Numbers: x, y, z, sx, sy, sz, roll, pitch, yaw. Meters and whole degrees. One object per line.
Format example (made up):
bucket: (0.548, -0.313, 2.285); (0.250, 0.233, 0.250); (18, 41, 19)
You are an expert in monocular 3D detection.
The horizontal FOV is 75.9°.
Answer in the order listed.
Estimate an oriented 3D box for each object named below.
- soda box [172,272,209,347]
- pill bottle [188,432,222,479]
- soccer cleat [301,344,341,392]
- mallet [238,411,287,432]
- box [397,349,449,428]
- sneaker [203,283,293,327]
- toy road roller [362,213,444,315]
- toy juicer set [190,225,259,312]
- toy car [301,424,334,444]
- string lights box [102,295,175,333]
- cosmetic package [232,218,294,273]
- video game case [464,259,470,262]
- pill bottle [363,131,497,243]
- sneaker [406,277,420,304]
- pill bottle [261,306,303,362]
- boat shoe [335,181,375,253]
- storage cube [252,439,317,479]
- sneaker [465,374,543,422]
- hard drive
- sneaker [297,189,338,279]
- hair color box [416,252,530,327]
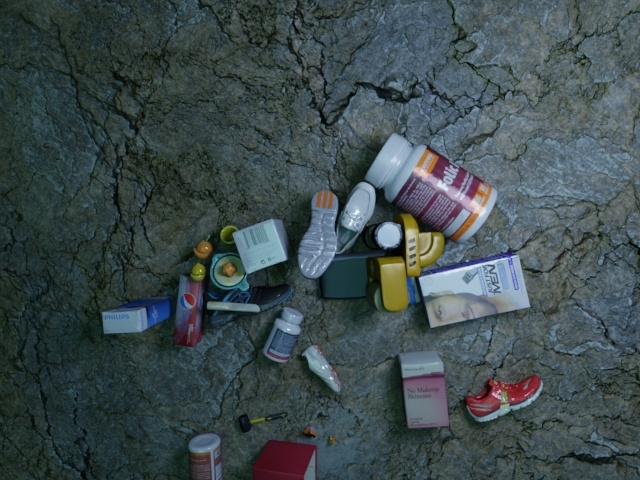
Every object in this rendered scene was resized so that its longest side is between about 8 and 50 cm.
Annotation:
soda box: (-0.487, 0.259, 1.546); (0.083, 0.092, 0.263); (8, 94, 4)
pill bottle: (-0.438, 0.866, 1.564); (0.121, 0.121, 0.216); (-1, 93, 5)
soccer cleat: (0.005, 0.483, 1.531); (0.076, 0.068, 0.196); (-35, 83, 11)
mallet: (-0.219, 0.697, 1.579); (0.190, 0.039, 0.062); (-6, 93, 2)
box: (0.365, 0.528, 1.466); (0.149, 0.127, 0.232); (-7, 93, 6)
sneaker: (-0.271, 0.210, 1.508); (0.341, 0.125, 0.139); (-19, 87, 4)
toy road roller: (0.279, 0.075, 1.366); (0.241, 0.202, 0.329); (-2, 89, -5)
toy juicer set: (-0.355, 0.120, 1.446); (0.209, 0.089, 0.329); (-17, 72, -3)
toy car: (-0.007, 0.742, 1.569); (0.122, 0.060, 0.040); (27, 51, -13)
string lights box: (-0.643, 0.260, 1.476); (0.133, 0.260, 0.076); (-3, 93, 6)
cosmetic package: (-0.197, 0.017, 1.458); (0.151, 0.184, 0.151); (-20, 90, 6)
video game case: (0.558, 0.169, 1.481); (0.157, 0.019, 0.143); (30, 95, 4)
pill bottle: (0.359, -0.180, 1.375); (0.392, 0.224, 0.224); (32, 96, 2)
sneaker: (0.299, 0.163, 1.484); (0.085, 0.058, 0.152); (-18, 98, -2)
pill bottle: (-0.134, 0.344, 1.511); (0.108, 0.108, 0.180); (24, 96, 3)
boat shoe: (0.112, -0.066, 1.414); (0.098, 0.096, 0.277); (24, 123, 10)
storage cube: (-0.126, 0.869, 1.495); (0.193, 0.215, 0.183); (1, 94, 12)
sneaker: (0.648, 0.540, 1.457); (0.279, 0.107, 0.118); (-29, 81, 4)
hard drive: (0.119, 0.131, 1.501); (0.255, 0.054, 0.172); (-5, 93, 6)
sneaker: (0.000, 0.000, 1.429); (0.125, 0.180, 0.321); (13, 68, 3)
hair color box: (0.519, 0.170, 1.422); (0.339, 0.110, 0.185); (-14, 92, 8)
